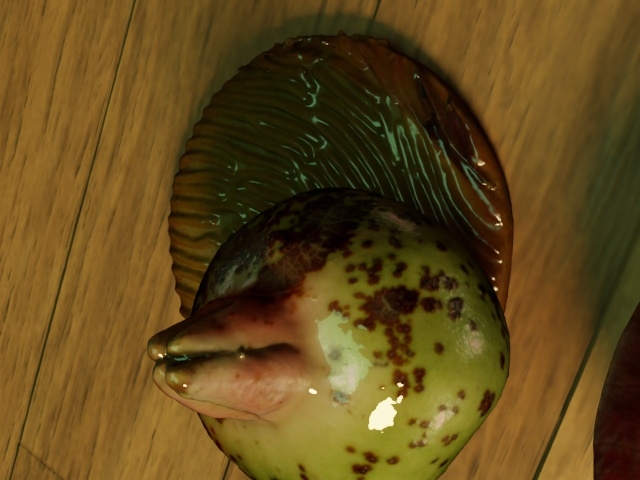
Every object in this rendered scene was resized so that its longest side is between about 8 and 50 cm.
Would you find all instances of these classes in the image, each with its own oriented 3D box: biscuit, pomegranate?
[{"bbox_3d":[0.000,0.000,0.807,0.318,0.040,0.318,2,94,36],"label":"biscuit"},{"bbox_3d":[-0.010,0.071,0.645,0.214,0.248,0.214,1,92,41],"label":"pomegranate"}]

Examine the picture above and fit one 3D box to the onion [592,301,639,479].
[{"bbox_3d":[0.287,0.118,0.463,0.347,0.285,0.348,-3,83,28],"label":"onion"}]
